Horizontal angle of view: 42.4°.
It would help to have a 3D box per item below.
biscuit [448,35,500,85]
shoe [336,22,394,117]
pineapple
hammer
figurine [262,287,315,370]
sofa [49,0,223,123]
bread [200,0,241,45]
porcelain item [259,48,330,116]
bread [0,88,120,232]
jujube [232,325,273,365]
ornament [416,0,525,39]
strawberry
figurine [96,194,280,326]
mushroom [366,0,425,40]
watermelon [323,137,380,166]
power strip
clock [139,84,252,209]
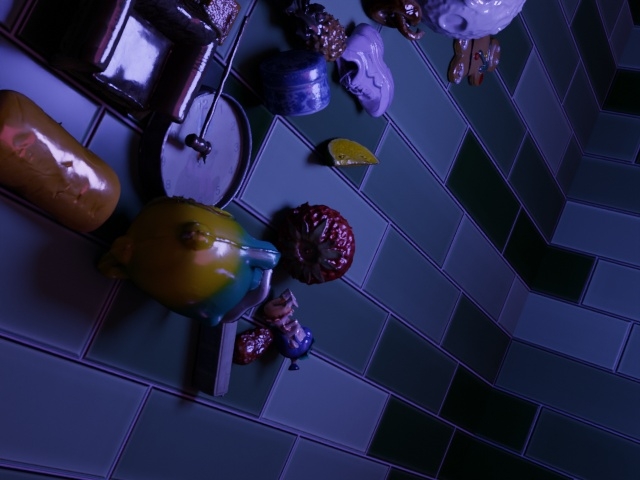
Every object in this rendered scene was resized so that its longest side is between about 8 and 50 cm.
[{"bbox_3d":[0.493,-0.580,2.573,0.301,0.049,0.197,-14,118,-53],"label":"biscuit"},{"bbox_3d":[0.103,-0.404,2.056,0.137,0.095,0.245,-42,132,-32],"label":"shoe"},{"bbox_3d":[-0.029,-0.487,1.806,0.111,0.119,0.237,-66,150,-10],"label":"pineapple"},{"bbox_3d":[-0.195,-0.311,1.626,0.058,0.029,0.292,30,78,-58],"label":"hammer"},{"bbox_3d":[-0.081,0.221,2.056,0.102,0.111,0.195,-25,116,0],"label":"figurine"},{"bbox_3d":[-0.301,-0.328,1.421,0.258,0.182,0.200,33,78,-55],"label":"sofa"},{"bbox_3d":[-0.207,-0.449,1.633,0.090,0.035,0.094,37,73,-55],"label":"bread"},{"bbox_3d":[-0.055,-0.348,1.797,0.147,0.147,0.114,-39,132,-40],"label":"porcelain item"},{"bbox_3d":[-0.452,-0.124,1.385,0.142,0.091,0.305,-59,144,-10],"label":"bread"},{"bbox_3d":[-0.167,0.248,1.971,0.129,0.077,0.077,-32,129,-47],"label":"jujube"},{"bbox_3d":[0.380,-0.679,2.103,0.337,0.337,0.337,-28,127,-46],"label":"ornament"},{"bbox_3d":[0.000,0.000,2.036,0.244,0.205,0.205,-44,142,-69],"label":"strawberry"},{"bbox_3d":[-0.245,0.045,1.602,0.340,0.324,0.231,39,43,-64],"label":"figurine"},{"bbox_3d":[0.199,-0.566,2.058,0.170,0.135,0.080,36,76,-27],"label":"mushroom"},{"bbox_3d":[0.063,-0.223,2.080,0.181,0.092,0.075,-7,96,-45],"label":"watermelon"},{"bbox_3d":[-0.234,0.225,1.859,0.052,0.078,0.272,-8,111,-52],"label":"power strip"},{"bbox_3d":[-0.247,-0.178,1.682,0.280,0.055,0.280,-29,128,-46],"label":"clock"}]
